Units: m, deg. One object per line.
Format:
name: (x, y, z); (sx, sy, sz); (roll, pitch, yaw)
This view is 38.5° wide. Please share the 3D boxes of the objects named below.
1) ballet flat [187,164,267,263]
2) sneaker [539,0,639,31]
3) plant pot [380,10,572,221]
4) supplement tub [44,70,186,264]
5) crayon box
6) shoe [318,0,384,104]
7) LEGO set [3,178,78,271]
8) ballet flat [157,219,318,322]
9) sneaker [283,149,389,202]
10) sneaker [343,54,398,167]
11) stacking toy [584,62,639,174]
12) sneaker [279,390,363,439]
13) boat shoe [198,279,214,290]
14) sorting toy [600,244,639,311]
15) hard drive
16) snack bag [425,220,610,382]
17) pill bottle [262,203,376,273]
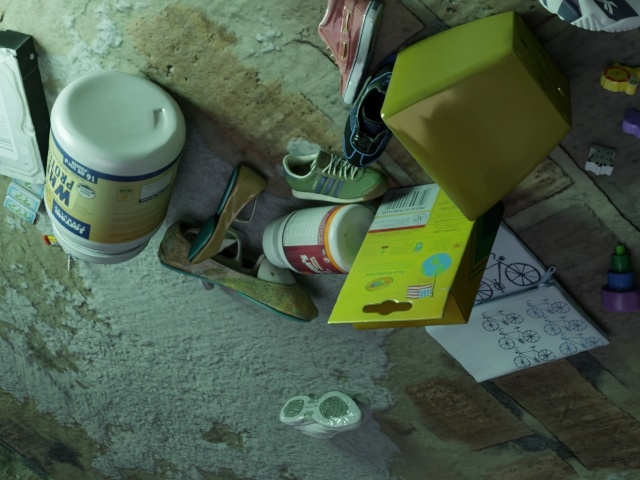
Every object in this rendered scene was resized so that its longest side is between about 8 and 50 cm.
ballet flat: (-0.173, -0.034, 1.719); (0.073, 0.080, 0.232); (24, 119, -17)
sneaker: (0.325, -0.364, 1.138); (0.235, 0.094, 0.153); (31, 149, 11)
plant pot: (0.234, -0.195, 1.291); (0.187, 0.212, 0.212); (-30, 114, 31)
supplement tub: (-0.378, -0.122, 1.662); (0.228, 0.228, 0.316); (26, 139, 1)
crayon box: (0.158, 0.036, 1.469); (0.202, 0.318, 0.081); (-6, 129, 33)
shoe: (0.037, -0.294, 1.393); (0.081, 0.063, 0.178); (22, 134, 9)
LEGO set: (-0.581, -0.037, 1.992); (0.244, 0.060, 0.182); (34, 143, -8)
ballet flat: (-0.154, 0.054, 1.825); (0.349, 0.123, 0.123); (22, 139, 3)
sneaker: (0.017, -0.115, 1.580); (0.192, 0.064, 0.086); (2, 138, 31)
sneaker: (0.079, -0.186, 1.455); (0.081, 0.090, 0.232); (25, 139, 3)
stacking toy: (0.495, -0.153, 1.299); (0.221, 0.052, 0.167); (14, 138, 14)
sneaker: (0.021, 0.414, 2.123); (0.232, 0.090, 0.115); (-6, 136, 44)
boat shoe: (-0.238, 0.066, 1.931); (0.035, 0.035, 0.100); (5, 128, 27)
sorting toy: (0.623, 0.052, 1.429); (0.366, 0.127, 0.126); (2, 104, 30)
hard drive: (-0.645, -0.269, 1.781); (0.237, 0.064, 0.338); (17, 139, 12)
snack bag: (0.306, 0.119, 1.692); (0.323, 0.037, 0.342); (-25, 117, 43)
pill bottle: (0.000, 0.000, 1.641); (0.221, 0.121, 0.121); (-3, 133, 51)
